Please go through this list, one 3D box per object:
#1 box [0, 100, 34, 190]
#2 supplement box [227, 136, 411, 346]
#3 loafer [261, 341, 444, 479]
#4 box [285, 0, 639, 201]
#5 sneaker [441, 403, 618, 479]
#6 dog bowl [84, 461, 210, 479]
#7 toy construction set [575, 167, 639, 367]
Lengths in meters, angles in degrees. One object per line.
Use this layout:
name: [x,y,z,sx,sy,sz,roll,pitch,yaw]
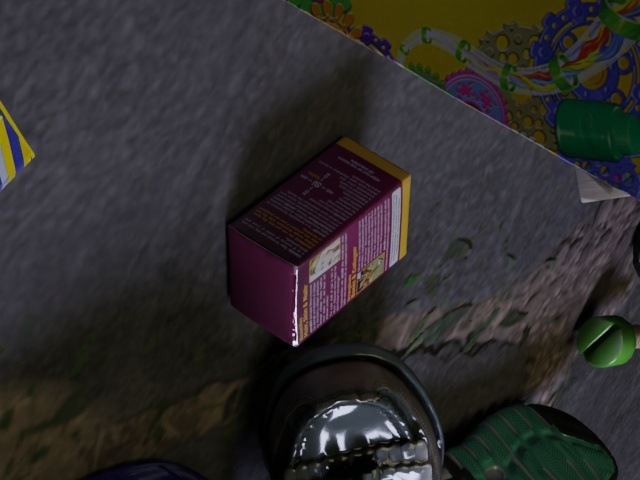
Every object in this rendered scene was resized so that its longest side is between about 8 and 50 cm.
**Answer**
box: [-0.147,-0.061,0.537,0.059,0.054,0.169,-49,152,-16]
supplement box: [0.000,0.000,0.849,0.083,0.043,0.055,-38,147,-34]
loafer: [0.025,0.162,0.974,0.096,0.084,0.267,-9,139,-3]
box: [0.150,-0.200,0.577,0.279,0.177,0.290,-18,132,-47]
sneaker: [0.099,0.170,1.172,0.223,0.083,0.098,-7,143,-48]
dog bowl: [-0.100,0.241,0.867,0.265,0.104,0.265,-39,148,-31]
toy construction set: [0.283,0.011,1.073,0.237,0.309,0.257,0,110,-53]
